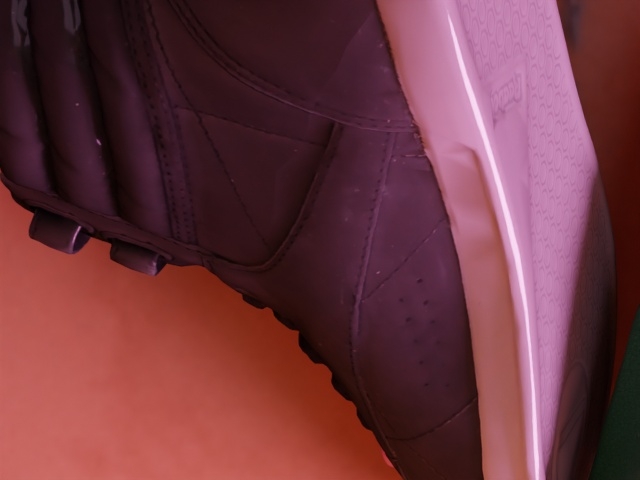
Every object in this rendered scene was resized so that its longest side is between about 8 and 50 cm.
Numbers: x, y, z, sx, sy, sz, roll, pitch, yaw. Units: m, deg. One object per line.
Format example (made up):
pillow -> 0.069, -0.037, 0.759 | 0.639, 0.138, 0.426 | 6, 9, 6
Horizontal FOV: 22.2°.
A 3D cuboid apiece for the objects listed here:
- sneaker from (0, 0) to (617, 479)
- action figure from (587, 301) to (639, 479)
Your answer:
sneaker -> 0.000, -0.001, 0.481 | 0.104, 0.147, 0.295 | -67, 149, -41
action figure -> 0.136, -0.004, 0.526 | 0.064, 0.137, 0.232 | 10, 84, 17
